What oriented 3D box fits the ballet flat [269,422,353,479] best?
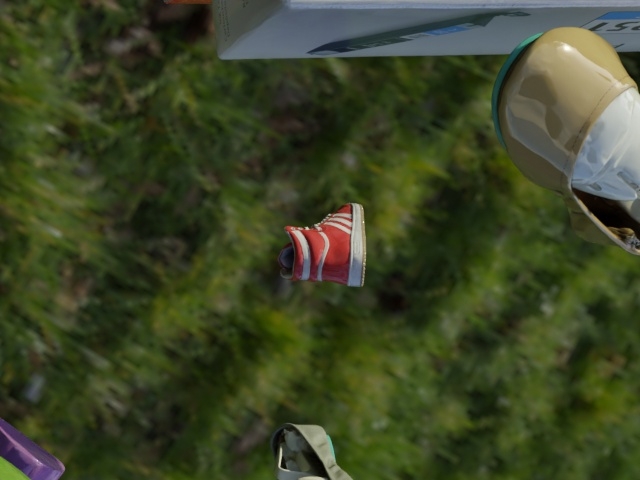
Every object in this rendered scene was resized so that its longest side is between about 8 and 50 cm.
[{"bbox_3d":[-0.007,0.245,1.817,0.068,0.213,0.072,11,108,-19],"label":"ballet flat"}]

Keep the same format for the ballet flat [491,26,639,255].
[{"bbox_3d":[0.152,-0.045,0.950,0.080,0.073,0.232,-57,156,0],"label":"ballet flat"}]

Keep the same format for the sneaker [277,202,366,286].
[{"bbox_3d":[0.000,0.000,1.439,0.118,0.067,0.042,-93,-173,-68],"label":"sneaker"}]

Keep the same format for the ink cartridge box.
[{"bbox_3d":[0.075,-0.148,1.152,0.296,0.261,0.066,-3,85,-19],"label":"ink cartridge box"}]

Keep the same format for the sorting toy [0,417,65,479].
[{"bbox_3d":[-0.258,0.212,1.244,0.126,0.127,0.365,-52,-178,3],"label":"sorting toy"}]
